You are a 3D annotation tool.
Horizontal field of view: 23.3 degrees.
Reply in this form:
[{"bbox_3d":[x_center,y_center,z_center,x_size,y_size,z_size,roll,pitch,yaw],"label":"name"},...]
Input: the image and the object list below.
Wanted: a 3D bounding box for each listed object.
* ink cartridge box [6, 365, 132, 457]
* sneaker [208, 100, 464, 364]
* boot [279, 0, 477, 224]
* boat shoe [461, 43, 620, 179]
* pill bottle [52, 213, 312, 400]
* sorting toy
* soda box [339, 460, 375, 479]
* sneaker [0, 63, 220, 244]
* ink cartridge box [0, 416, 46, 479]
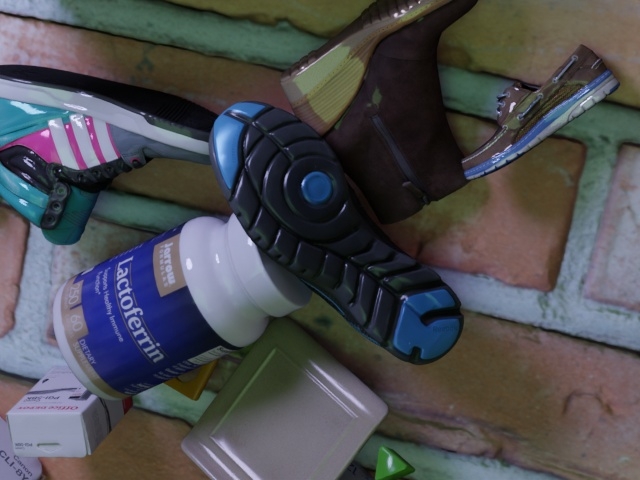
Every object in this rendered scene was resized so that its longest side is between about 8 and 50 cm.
[{"bbox_3d":[-0.291,0.197,1.807,0.099,0.135,0.056,-2,109,16],"label":"ink cartridge box"},{"bbox_3d":[0.000,0.000,1.639,0.125,0.139,0.341,-42,99,-11],"label":"sneaker"},{"bbox_3d":[0.104,-0.149,1.614,0.248,0.090,0.207,-31,112,21],"label":"boot"},{"bbox_3d":[0.213,-0.132,1.588,0.183,0.066,0.066,-35,89,11],"label":"boat shoe"},{"bbox_3d":[-0.150,0.064,1.710,0.264,0.153,0.153,-25,102,22],"label":"pill bottle"},{"bbox_3d":[-0.039,0.211,1.745,0.347,0.047,0.196,41,95,27],"label":"sorting toy"},{"bbox_3d":[0.090,0.386,1.798,0.286,0.091,0.098,43,115,-3],"label":"soda box"},{"bbox_3d":[-0.243,-0.077,1.695,0.295,0.124,0.179,15,108,18],"label":"sneaker"},{"bbox_3d":[-0.577,0.320,1.918,0.384,0.160,0.279,-40,95,25],"label":"ink cartridge box"}]
